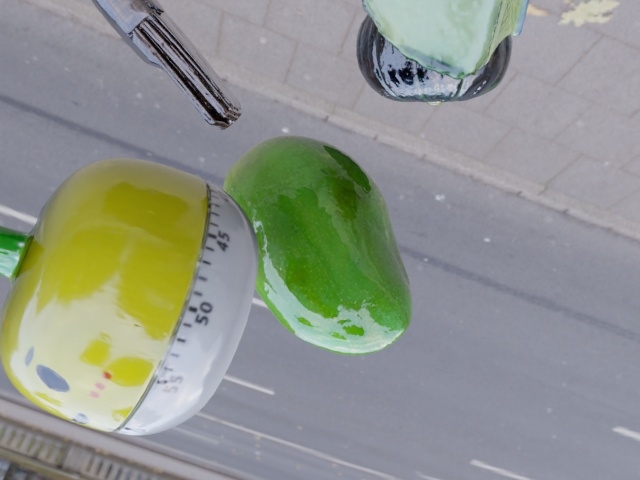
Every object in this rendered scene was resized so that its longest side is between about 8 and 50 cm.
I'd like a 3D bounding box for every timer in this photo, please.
[{"bbox_3d":[-0.223,0.035,0.655,0.285,0.285,0.285,15,155,7],"label":"timer"}]

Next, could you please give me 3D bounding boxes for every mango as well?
[{"bbox_3d":[0.000,0.000,0.965,0.382,0.225,0.201,55,158,36],"label":"mango"}]

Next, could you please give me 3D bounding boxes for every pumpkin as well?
[{"bbox_3d":[0.177,-0.337,1.103,0.248,0.247,0.248,15,155,7],"label":"pumpkin"}]

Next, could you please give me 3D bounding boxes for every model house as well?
[{"bbox_3d":[0.182,-0.345,0.880,0.195,0.189,0.214,25,135,31],"label":"model house"}]

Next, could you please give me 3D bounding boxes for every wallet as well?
[{"bbox_3d":[-0.148,-0.183,0.551,0.230,0.042,0.124,51,-176,-9],"label":"wallet"}]
